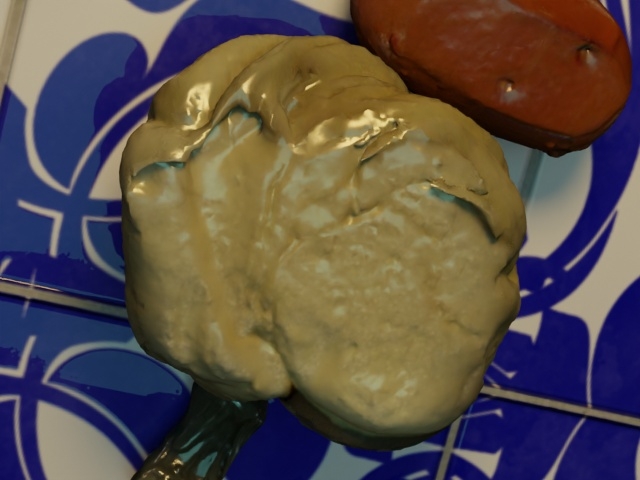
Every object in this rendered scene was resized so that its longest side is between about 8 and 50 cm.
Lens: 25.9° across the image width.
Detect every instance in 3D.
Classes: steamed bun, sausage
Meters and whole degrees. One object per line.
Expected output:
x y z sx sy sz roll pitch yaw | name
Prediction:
-0.001 -0.005 1.189 0.372 0.230 0.325 18 106 -14 | steamed bun
0.149 -0.178 1.225 0.268 0.141 0.153 24 110 -15 | sausage

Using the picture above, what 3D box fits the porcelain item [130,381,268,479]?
-0.090 0.162 1.299 0.081 0.069 0.216 33 89 -11 | porcelain item
